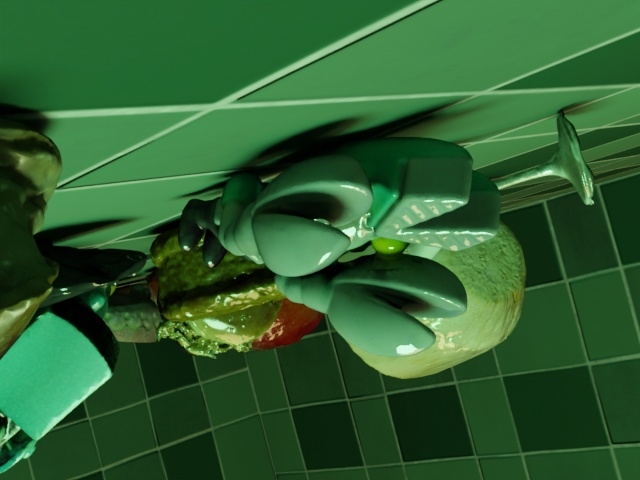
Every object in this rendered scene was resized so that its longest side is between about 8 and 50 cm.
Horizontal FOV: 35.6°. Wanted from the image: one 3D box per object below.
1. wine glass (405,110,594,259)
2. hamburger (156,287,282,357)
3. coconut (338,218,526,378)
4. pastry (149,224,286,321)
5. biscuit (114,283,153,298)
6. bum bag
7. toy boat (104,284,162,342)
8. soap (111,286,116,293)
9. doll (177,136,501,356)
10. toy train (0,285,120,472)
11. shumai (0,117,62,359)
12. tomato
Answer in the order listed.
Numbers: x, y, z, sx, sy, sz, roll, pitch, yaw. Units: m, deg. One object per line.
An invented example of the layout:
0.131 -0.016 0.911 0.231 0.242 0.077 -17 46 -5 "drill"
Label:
0.157 -0.046 0.934 0.183 0.122 0.122 -17 177 9 "wine glass"
-0.137 0.073 1.282 0.185 0.159 0.131 -36 -168 -28 "hamburger"
0.148 0.073 1.555 0.329 0.328 0.329 -15 177 -1 "coconut"
-0.089 0.022 1.059 0.189 0.103 0.189 -15 176 -1 "pastry"
-0.450 0.124 1.780 0.320 0.047 0.183 -14 179 -18 "biscuit"
-0.283 0.039 0.890 0.248 0.059 0.123 -14 178 20 "bum bag"
-0.339 0.109 1.609 0.155 0.085 0.227 11 179 30 "toy boat"
-0.322 0.064 1.271 0.089 0.045 0.140 -13 179 21 "soap"
0.016 0.007 0.779 0.195 0.153 0.258 18 156 -27 "doll"
-0.295 0.114 1.065 0.194 0.120 0.298 -41 -165 7 "toy train"
-0.192 0.021 0.435 0.201 0.120 0.201 -18 177 -1 "shumai"
-0.120 0.096 1.656 0.290 0.176 0.335 -13 179 20 "tomato"
